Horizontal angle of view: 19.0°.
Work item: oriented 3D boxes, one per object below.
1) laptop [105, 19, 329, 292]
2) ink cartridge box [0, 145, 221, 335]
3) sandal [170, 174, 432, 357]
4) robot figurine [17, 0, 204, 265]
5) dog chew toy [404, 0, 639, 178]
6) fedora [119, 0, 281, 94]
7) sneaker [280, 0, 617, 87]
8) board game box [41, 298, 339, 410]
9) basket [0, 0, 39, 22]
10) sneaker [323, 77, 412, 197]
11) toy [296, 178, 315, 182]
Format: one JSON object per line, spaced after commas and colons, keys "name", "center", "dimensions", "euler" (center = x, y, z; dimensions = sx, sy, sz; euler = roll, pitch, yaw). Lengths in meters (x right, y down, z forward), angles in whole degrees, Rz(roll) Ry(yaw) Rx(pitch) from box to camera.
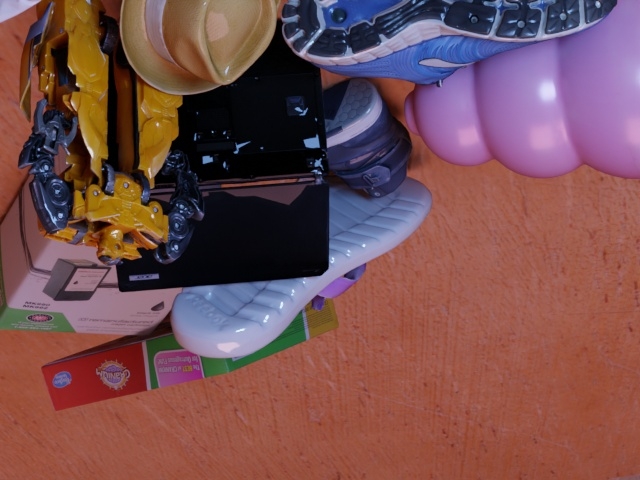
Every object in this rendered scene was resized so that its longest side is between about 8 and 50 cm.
{"name": "laptop", "center": [-0.112, -0.088, 2.037], "dimensions": [0.234, 0.264, 0.136], "euler": [-5, 176, -4]}
{"name": "ink cartridge box", "center": [-0.261, 0.003, 2.291], "dimensions": [0.211, 0.121, 0.289], "euler": [4, 153, -23]}
{"name": "sandal", "center": [-0.028, 0.034, 2.209], "dimensions": [0.416, 0.169, 0.102], "euler": [-34, 136, -42]}
{"name": "robot figurine", "center": [-0.209, -0.109, 1.864], "dimensions": [0.211, 0.291, 0.085], "euler": [17, 153, -39]}
{"name": "dog chew toy", "center": [0.251, -0.155, 2.008], "dimensions": [0.332, 0.206, 0.206], "euler": [-8, 156, 20]}
{"name": "fedora", "center": [-0.098, -0.215, 1.825], "dimensions": [0.194, 0.079, 0.194], "euler": [-19, 131, -24]}
{"name": "sneaker", "center": [0.132, -0.233, 1.921], "dimensions": [0.330, 0.129, 0.147], "euler": [-6, 168, 9]}
{"name": "board game box", "center": [-0.171, 0.139, 2.506], "dimensions": [0.317, 0.064, 0.242], "euler": [-15, -178, 39]}
{"name": "basket", "center": [-0.348, -0.254, 1.743], "dimensions": [0.167, 0.103, 0.113], "euler": [-21, 151, 26]}
{"name": "sneaker", "center": [-0.005, -0.092, 2.195], "dimensions": [0.226, 0.086, 0.163], "euler": [-18, 150, 20]}
{"name": "toy", "center": [0.000, 0.000, 2.431], "dimensions": [0.137, 0.056, 0.237], "euler": [3, 154, -23]}
